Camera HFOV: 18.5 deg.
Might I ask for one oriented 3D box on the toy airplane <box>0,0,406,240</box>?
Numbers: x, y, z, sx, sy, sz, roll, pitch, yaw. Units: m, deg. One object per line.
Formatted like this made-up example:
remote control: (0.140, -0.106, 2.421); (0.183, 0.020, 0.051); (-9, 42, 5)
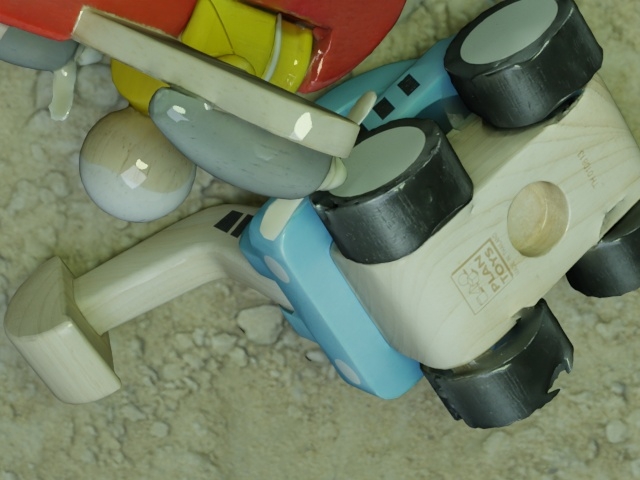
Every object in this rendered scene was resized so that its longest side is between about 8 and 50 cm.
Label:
toy airplane: (-0.141, -0.137, 1.383); (0.384, 0.386, 0.272); (7, 111, 3)

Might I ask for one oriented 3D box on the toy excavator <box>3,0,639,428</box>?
toy excavator: (0.000, 0.000, 1.551); (0.433, 0.445, 0.222); (-43, 118, -17)
